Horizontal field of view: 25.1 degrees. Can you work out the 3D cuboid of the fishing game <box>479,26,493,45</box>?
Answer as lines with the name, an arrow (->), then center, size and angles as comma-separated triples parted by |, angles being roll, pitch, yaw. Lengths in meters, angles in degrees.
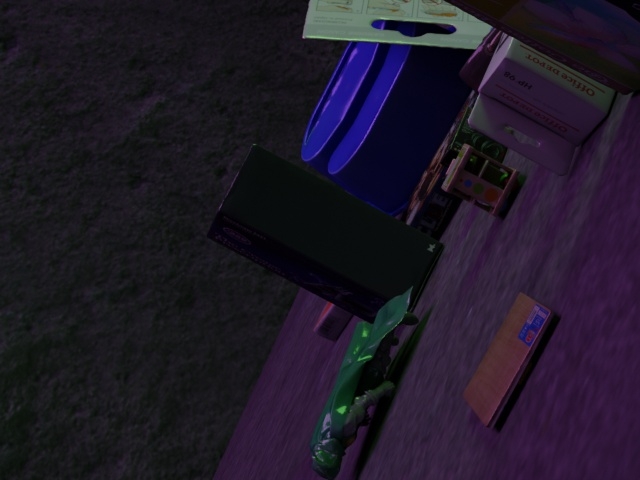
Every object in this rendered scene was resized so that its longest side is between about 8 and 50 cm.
fishing game -> 0.269, -0.323, 1.873 | 0.189, 0.041, 0.264 | -42, 9, 35

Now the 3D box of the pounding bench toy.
pounding bench toy -> 0.165, -0.061, 1.476 | 0.052, 0.065, 0.083 | -63, 3, 5

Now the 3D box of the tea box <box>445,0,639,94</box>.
tea box -> 0.169, -0.290, 1.020 | 0.220, 0.329, 0.323 | -63, 2, -4

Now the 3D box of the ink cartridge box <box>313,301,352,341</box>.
ink cartridge box -> 0.056, 0.057, 2.340 | 0.145, 0.045, 0.179 | -58, 8, 45

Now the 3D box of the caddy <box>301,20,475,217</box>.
caddy -> 0.126, -0.198, 2.253 | 0.341, 0.179, 0.241 | -63, 27, 3

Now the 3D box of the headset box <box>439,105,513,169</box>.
headset box -> 0.180, -0.110, 1.650 | 0.083, 0.062, 0.032 | -64, 4, -36

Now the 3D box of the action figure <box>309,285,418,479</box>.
action figure -> 0.040, 0.167, 1.561 | 0.137, 0.063, 0.232 | -55, 4, 48

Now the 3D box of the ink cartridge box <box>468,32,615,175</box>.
ink cartridge box -> 0.209, -0.157, 1.261 | 0.180, 0.104, 0.060 | -65, 6, -32

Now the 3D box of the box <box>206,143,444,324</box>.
box -> 0.000, 0.000, 1.793 | 0.103, 0.261, 0.184 | -63, 3, -15

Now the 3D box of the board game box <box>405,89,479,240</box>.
board game box -> 0.183, -0.119, 1.836 | 0.243, 0.042, 0.165 | -61, 4, 20

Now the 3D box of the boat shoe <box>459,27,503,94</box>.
boat shoe -> 0.247, -0.277, 1.399 | 0.355, 0.130, 0.132 | -63, 4, -14

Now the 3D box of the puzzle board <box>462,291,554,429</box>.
puzzle board -> 0.143, 0.090, 1.093 | 0.096, 0.011, 0.128 | -61, 4, 2

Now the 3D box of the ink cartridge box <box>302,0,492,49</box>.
ink cartridge box -> 0.144, -0.349, 2.120 | 0.385, 0.308, 0.091 | -80, -7, -52
